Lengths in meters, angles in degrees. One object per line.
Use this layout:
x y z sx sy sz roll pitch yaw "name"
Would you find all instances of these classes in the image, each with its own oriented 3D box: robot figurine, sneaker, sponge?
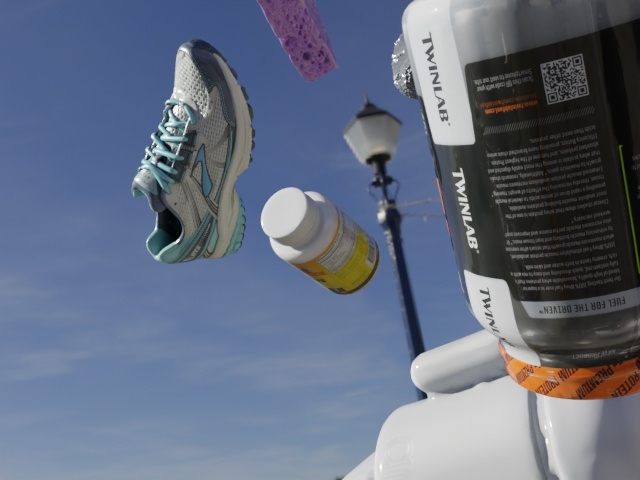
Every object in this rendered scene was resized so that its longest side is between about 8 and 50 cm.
0.195 0.236 0.757 0.353 0.300 0.200 -25 -3 27 "robot figurine"
-0.152 -0.087 0.883 0.122 0.110 0.283 -19 -51 -31 "sneaker"
-0.041 -0.228 0.565 0.031 0.210 0.117 -23 -32 10 "sponge"

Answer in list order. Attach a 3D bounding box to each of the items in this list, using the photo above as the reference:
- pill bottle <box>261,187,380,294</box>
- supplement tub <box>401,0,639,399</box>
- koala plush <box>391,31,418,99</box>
0.000 0.000 1.206 0.117 0.117 0.215 -19 -33 24 "pill bottle"
0.113 -0.031 0.358 0.117 0.190 0.117 -14 15 4 "supplement tub"
0.235 -0.257 1.105 0.221 0.203 0.196 28 0 -21 "koala plush"
